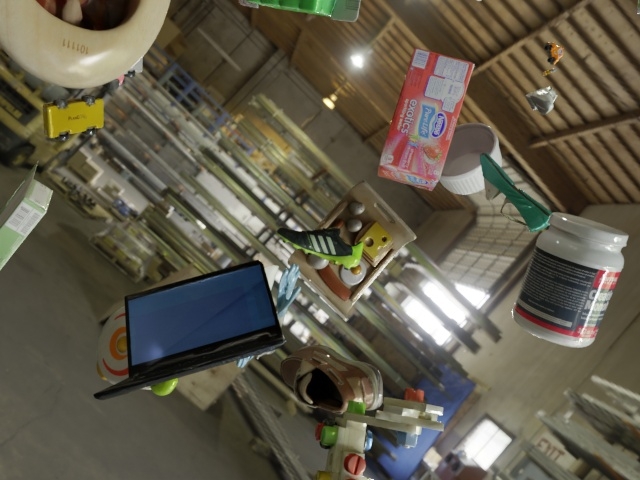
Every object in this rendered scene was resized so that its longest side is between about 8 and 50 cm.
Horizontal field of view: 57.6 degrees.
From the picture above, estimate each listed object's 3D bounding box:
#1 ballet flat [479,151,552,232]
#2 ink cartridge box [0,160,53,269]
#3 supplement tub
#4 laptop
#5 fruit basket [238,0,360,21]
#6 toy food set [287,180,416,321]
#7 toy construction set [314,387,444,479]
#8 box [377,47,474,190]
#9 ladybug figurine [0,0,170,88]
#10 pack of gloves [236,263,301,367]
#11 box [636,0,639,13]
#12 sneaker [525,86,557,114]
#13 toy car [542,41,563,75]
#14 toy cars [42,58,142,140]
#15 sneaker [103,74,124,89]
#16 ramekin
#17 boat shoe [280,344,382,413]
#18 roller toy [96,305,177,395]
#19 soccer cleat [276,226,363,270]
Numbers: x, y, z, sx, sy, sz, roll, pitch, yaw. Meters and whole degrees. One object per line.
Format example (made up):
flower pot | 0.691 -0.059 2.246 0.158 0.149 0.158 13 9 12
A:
ballet flat | 0.472 -0.114 1.475 0.247 0.087 0.083 47 18 15
ink cartridge box | -0.644 -0.058 1.247 0.056 0.171 0.235 37 10 -28
supplement tub | 0.574 0.089 1.343 0.191 0.272 0.191 13 15 -3
laptop | -0.179 0.109 0.820 0.264 0.234 0.137 122 -48 -82
fruit basket | -0.021 -0.652 1.203 0.326 0.353 0.165 20 15 29
toy food set | 0.087 0.026 1.530 0.220 0.306 0.092 45 -13 -11
toy construction set | 0.059 0.367 0.872 0.151 0.328 0.215 28 -17 -7
box | 0.255 -0.292 1.432 0.154 0.300 0.142 16 -5 5
ladybug figurine | -0.392 -0.461 0.921 0.305 0.450 0.161 11 -3 -38
pack of gloves | -0.101 0.164 1.250 0.046 0.232 0.195 22 13 20
box | 0.653 -0.503 0.918 0.230 0.262 0.127 2 6 4
sneaker | 0.538 -0.343 1.398 0.054 0.061 0.152 57 17 -13
toy car | 0.591 -0.468 1.484 0.122 0.040 0.060 8 64 -79
toy cars | -0.618 -0.414 1.555 0.087 0.394 0.176 17 -24 18
sneaker | -0.444 -0.482 1.229 0.115 0.136 0.314 19 -56 41
ramekin | 0.425 -0.230 1.689 0.109 0.207 0.207 49 -7 -39
boat shoe | -0.005 0.304 1.280 0.324 0.116 0.123 -7 -89 54
roller toy | -0.419 0.249 1.365 0.209 0.191 0.146 8 -11 30
soccer cleat | 0.000 0.000 1.176 0.178 0.072 0.060 21 0 -1
